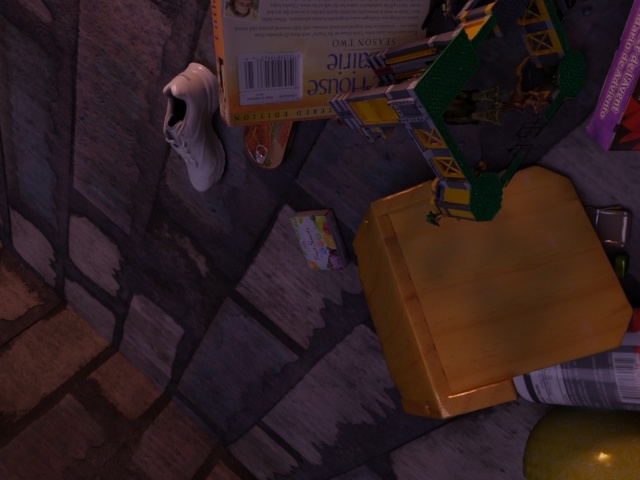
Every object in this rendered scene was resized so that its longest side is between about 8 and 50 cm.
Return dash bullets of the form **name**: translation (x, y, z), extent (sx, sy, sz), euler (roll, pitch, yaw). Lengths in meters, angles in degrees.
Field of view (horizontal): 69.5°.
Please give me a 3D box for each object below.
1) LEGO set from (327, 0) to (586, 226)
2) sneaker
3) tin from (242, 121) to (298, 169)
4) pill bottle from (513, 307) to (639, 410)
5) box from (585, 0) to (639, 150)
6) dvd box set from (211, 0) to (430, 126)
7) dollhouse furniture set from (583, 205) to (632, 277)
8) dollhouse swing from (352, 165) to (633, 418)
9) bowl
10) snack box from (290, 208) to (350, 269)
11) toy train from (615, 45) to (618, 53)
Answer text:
- **LEGO set**: translation (0.171, -0.196, 0.617), extent (0.255, 0.332, 0.192), euler (38, 169, -32)
- **sneaker**: translation (-0.292, -0.234, 1.027), extent (0.110, 0.129, 0.297), euler (19, 131, 21)
- **tin**: translation (-0.102, -0.234, 0.957), extent (0.106, 0.040, 0.190), euler (37, 135, 13)
- **pill bottle**: translation (0.429, 0.203, 0.804), extent (0.283, 0.161, 0.161), euler (-10, 114, 40)
- **box**: translation (0.459, -0.193, 0.472), extent (0.292, 0.057, 0.201), euler (-1, 126, 0)
- **dvd box set**: translation (0.010, -0.370, 0.587), extent (0.062, 0.307, 0.421), euler (-129, 33, -52)
- **dollhouse furniture set**: translation (0.456, 0.016, 0.747), extent (0.076, 0.058, 0.152), euler (7, 106, 41)
- **dollhouse swing**: translation (0.263, 0.086, 0.807), extent (0.315, 0.304, 0.347), euler (104, 150, -71)
- **bowl**: translation (0.514, 0.357, 0.836), extent (0.289, 0.289, 0.156), euler (-13, 70, 41)
- **snack box**: translation (0.000, 0.000, 1.051), extent (0.100, 0.037, 0.141), euler (-2, 120, 38)
- **toy train**: translation (0.401, -0.219, 0.558), extent (0.080, 0.105, 0.184), euler (20, 130, 23)
